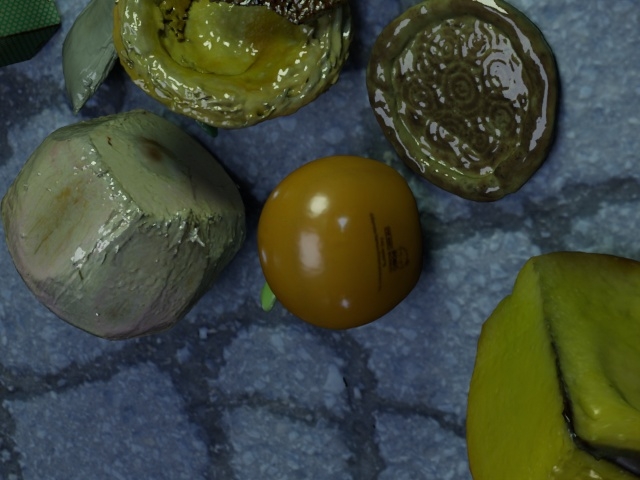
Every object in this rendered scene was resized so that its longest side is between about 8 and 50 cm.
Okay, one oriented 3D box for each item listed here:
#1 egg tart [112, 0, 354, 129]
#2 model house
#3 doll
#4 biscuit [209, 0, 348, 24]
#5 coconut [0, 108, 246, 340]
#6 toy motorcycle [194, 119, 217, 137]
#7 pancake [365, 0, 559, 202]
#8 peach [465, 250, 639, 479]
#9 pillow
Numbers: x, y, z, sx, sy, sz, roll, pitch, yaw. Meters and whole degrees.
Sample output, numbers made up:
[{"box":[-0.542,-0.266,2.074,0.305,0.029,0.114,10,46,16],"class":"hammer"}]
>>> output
[{"box":[-0.103,-0.255,1.659,0.288,0.118,0.288,0,75,0],"class":"egg tart"},{"box":[-0.481,-0.315,1.891,0.206,0.178,0.271,24,115,22],"class":"model house"},{"box":[0.000,0.000,1.683,0.236,0.213,0.214,6,110,46],"class":"doll"},{"box":[-0.023,-0.320,1.600,0.236,0.026,0.131,-28,88,-2],"class":"biscuit"},{"box":[-0.265,-0.013,1.788,0.297,0.297,0.254,45,113,12],"class":"coconut"},{"box":[-0.170,-0.232,1.778,0.190,0.074,0.106,54,128,12],"class":"toy motorcycle"},{"box":[0.167,-0.170,1.609,0.250,0.031,0.250,11,111,30],"class":"pancake"},{"box":[0.332,0.217,1.456,0.306,0.380,0.242,7,127,-17],"class":"peach"},{"box":[-0.278,-0.285,1.814,0.229,0.050,0.148,-44,40,33],"class":"pillow"}]
